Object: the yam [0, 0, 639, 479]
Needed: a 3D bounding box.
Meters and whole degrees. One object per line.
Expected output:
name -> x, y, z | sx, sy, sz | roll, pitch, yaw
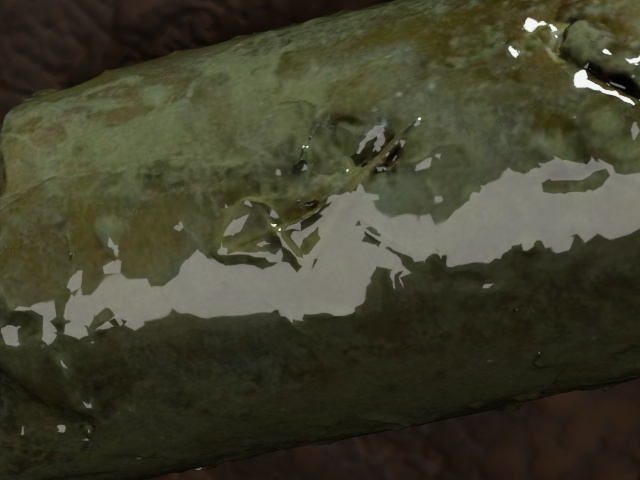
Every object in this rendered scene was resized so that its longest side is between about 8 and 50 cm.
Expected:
yam -> 0.000, 0.000, 0.593 | 0.304, 0.168, 0.168 | -11, 108, 9
